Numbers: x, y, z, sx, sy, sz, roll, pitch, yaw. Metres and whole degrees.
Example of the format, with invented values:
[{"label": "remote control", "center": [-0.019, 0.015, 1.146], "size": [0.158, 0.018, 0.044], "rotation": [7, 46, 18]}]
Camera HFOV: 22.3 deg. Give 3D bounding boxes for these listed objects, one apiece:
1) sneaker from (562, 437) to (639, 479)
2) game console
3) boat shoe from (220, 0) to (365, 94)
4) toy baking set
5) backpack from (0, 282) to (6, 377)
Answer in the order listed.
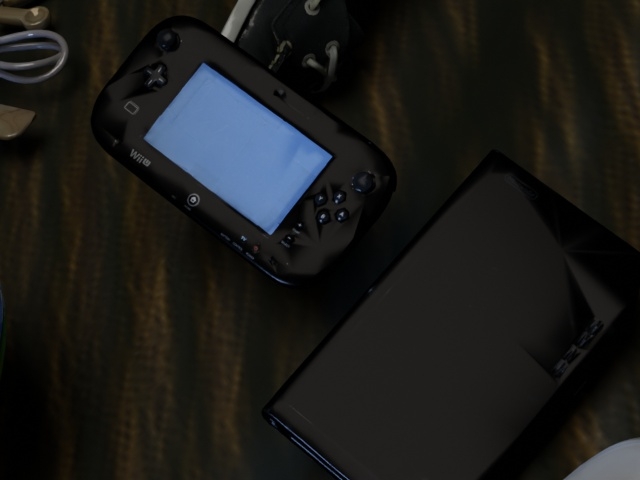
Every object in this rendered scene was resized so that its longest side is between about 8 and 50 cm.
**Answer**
[{"label": "sneaker", "center": [0.098, 0.192, 0.825], "size": [0.258, 0.091, 0.094], "rotation": [-45, 51, -14]}, {"label": "game console", "center": [0.000, 0.000, 0.982], "size": [0.361, 0.044, 0.213], "rotation": [37, 78, 21]}, {"label": "boat shoe", "center": [-0.009, -0.161, 1.131], "size": [0.091, 0.114, 0.302], "rotation": [24, 79, -2]}, {"label": "toy baking set", "center": [-0.288, -0.163, 1.273], "size": [0.197, 0.030, 0.256], "rotation": [-10, 44, 7]}, {"label": "backpack", "center": [-0.327, 0.120, 0.955], "size": [0.290, 0.273, 0.355], "rotation": [28, 46, 1]}]
